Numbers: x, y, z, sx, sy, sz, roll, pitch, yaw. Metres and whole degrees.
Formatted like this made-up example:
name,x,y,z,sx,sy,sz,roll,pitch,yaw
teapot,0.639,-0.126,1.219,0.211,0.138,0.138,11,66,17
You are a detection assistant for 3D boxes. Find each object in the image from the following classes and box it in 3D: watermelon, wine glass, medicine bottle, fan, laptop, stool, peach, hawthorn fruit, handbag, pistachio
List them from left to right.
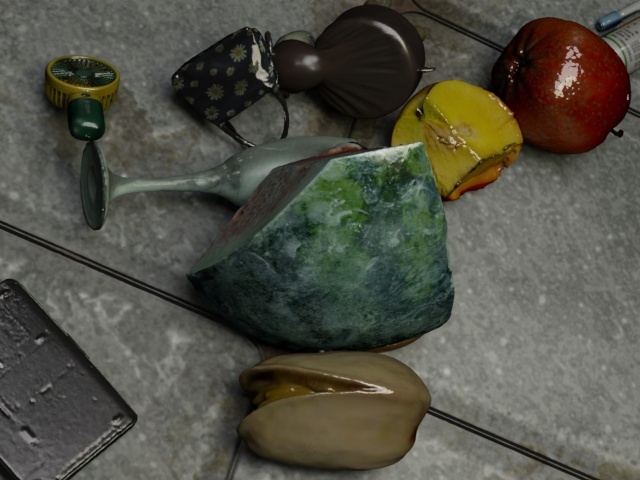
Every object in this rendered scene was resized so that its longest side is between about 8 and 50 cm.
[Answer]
name,x,y,z,sx,sy,sz,roll,pitch,yaw
laptop,-0.304,0.150,1.733,0.154,0.026,0.207,-39,84,-29
fan,-0.259,-0.151,1.837,0.082,0.039,0.155,4,31,-13
wine glass,-0.100,0.017,1.870,0.310,0.096,0.264,-3,92,-23
handbag,-0.089,-0.163,1.924,0.115,0.072,0.139,-32,99,6
watermelon,0.000,0.000,1.810,0.290,0.320,0.213,-14,53,9
pistachio,0.013,0.177,1.785,0.206,0.131,0.129,4,58,-15
stool,0.032,-0.214,1.974,0.217,0.125,0.121,0,26,12
peach,0.157,-0.120,1.979,0.151,0.118,0.151,1,93,10
hawthorn fruit,0.306,-0.176,2.050,0.194,0.157,0.157,32,58,-26
medicine bottle,0.426,-0.278,2.188,0.221,0.061,0.092,-28,60,-29

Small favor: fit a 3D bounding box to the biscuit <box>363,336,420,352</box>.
name,x,y,z,sx,sy,sz,roll,pitch,yaw
biscuit,0.063,0.070,1.911,0.140,0.023,0.118,-6,70,-22
